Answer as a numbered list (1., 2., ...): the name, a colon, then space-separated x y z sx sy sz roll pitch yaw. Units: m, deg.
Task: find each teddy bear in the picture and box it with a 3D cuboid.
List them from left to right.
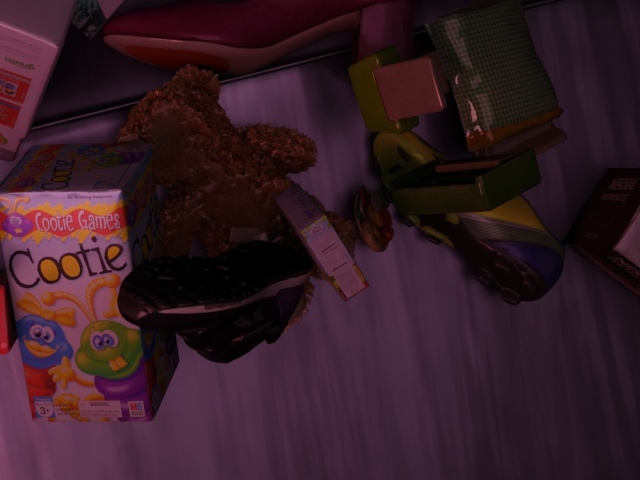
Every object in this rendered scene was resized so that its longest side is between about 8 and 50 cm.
1. teddy bear: -0.103 -0.045 1.749 0.338 0.113 0.245 28 95 -20

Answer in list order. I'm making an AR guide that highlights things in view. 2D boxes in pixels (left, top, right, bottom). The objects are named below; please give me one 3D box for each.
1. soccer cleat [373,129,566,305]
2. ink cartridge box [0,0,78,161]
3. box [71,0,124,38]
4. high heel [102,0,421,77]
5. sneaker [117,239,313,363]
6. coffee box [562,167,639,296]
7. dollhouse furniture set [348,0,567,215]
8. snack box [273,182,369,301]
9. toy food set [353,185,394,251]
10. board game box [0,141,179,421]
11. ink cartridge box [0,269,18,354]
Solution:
1. soccer cleat: 0.183 -0.045 1.821 0.289 0.093 0.121 42 54 -7
2. ink cartridge box: -0.440 -0.242 1.616 0.309 0.272 0.130 20 59 -13
3. box: -0.304 -0.415 1.642 0.322 0.058 0.232 39 94 -22
4. high heel: -0.066 -0.289 1.738 0.377 0.127 0.181 2 80 -16
5. sneaker: -0.113 0.087 1.608 0.283 0.107 0.124 -9 122 -53
6. coffee box: 0.471 0.039 1.833 0.297 0.168 0.119 34 86 -13
7. dollhouse furniture set: 0.206 -0.172 1.707 0.301 0.151 0.198 -28 104 -38
8. snack box: 0.000 0.000 1.654 0.037 0.141 0.100 -32 111 -3
9. toy food set: 0.064 -0.026 1.791 0.020 0.083 0.083 -18 85 28
10. board game box: -0.251 0.046 1.632 0.142 0.144 0.275 -1 114 8
11. ink cartridge box: -0.402 0.082 1.612 0.134 0.231 0.078 -5 95 -6
